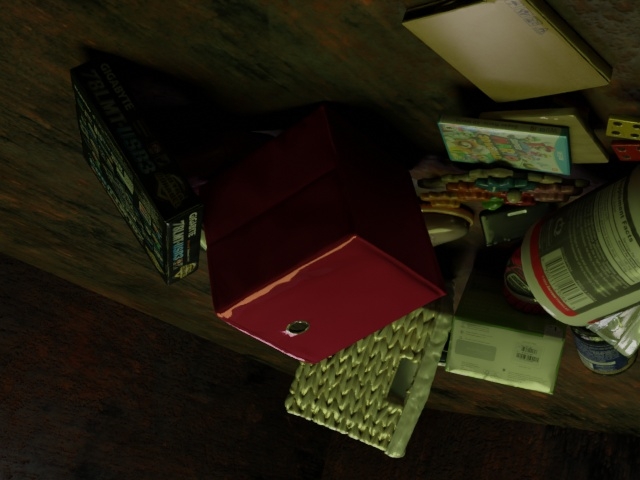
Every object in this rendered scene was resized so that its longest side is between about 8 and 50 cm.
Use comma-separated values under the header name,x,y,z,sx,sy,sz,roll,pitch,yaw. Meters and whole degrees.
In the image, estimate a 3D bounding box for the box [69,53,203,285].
name,x,y,z,sx,sy,sz,roll,pitch,yaw
box,-0.294,-0.102,1.508,0.295,0.073,0.293,56,162,14

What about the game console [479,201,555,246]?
name,x,y,z,sx,sy,sz,roll,pitch,yaw
game console,0.329,-0.037,1.566,0.122,0.071,0.107,-13,127,11

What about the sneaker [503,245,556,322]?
name,x,y,z,sx,sy,sz,roll,pitch,yaw
sneaker,0.488,0.081,1.718,0.299,0.121,0.112,4,131,9

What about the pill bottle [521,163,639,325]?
name,x,y,z,sx,sy,sz,roll,pitch,yaw
pill bottle,0.443,-0.008,1.287,0.176,0.176,0.318,22,148,-24

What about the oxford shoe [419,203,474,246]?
name,x,y,z,sx,sy,sz,roll,pitch,yaw
oxford shoe,0.118,0.028,1.731,0.364,0.132,0.130,-17,151,31

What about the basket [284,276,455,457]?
name,x,y,z,sx,sy,sz,roll,pitch,yaw
basket,0.111,0.221,1.990,0.266,0.328,0.331,20,-168,4

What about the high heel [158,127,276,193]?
name,x,y,z,sx,sy,sz,roll,pitch,yaw
high heel,-0.215,-0.138,1.659,0.181,0.127,0.377,-17,-164,-23

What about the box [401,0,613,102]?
name,x,y,z,sx,sy,sz,roll,pitch,yaw
box,0.218,-0.225,1.096,0.164,0.021,0.201,-3,156,46

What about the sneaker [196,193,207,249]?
name,x,y,z,sx,sy,sz,roll,pitch,yaw
sneaker,-0.223,-0.072,1.816,0.126,0.127,0.321,50,173,-27

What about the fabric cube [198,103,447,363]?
name,x,y,z,sx,sy,sz,roll,pitch,yaw
fabric cube,0.000,0.000,1.453,0.258,0.259,0.254,-30,141,24

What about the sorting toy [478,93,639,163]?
name,x,y,z,sx,sy,sz,roll,pitch,yaw
sorting toy,0.304,-0.149,1.226,0.274,0.046,0.132,3,160,38

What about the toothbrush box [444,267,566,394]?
name,x,y,z,sx,sy,sz,roll,pitch,yaw
toothbrush box,0.372,0.169,1.841,0.206,0.122,0.283,11,-161,14

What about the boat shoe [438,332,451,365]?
name,x,y,z,sx,sy,sz,roll,pitch,yaw
boat shoe,0.269,0.259,2.502,0.302,0.091,0.114,8,-153,6

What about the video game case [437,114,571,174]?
name,x,y,z,sx,sy,sz,roll,pitch,yaw
video game case,0.246,-0.126,1.244,0.166,0.015,0.119,9,162,20

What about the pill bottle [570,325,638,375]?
name,x,y,z,sx,sy,sz,roll,pitch,yaw
pill bottle,0.567,0.173,1.891,0.123,0.123,0.219,6,149,28

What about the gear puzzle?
name,x,y,z,sx,sy,sz,roll,pitch,yaw
gear puzzle,0.244,-0.068,1.449,0.175,0.044,0.339,5,177,-21

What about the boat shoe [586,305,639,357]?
name,x,y,z,sx,sy,sz,roll,pitch,yaw
boat shoe,0.506,0.056,1.476,0.103,0.118,0.320,29,142,18

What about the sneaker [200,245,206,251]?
name,x,y,z,sx,sy,sz,roll,pitch,yaw
sneaker,-0.246,-0.021,2.070,0.286,0.109,0.130,32,165,-21
